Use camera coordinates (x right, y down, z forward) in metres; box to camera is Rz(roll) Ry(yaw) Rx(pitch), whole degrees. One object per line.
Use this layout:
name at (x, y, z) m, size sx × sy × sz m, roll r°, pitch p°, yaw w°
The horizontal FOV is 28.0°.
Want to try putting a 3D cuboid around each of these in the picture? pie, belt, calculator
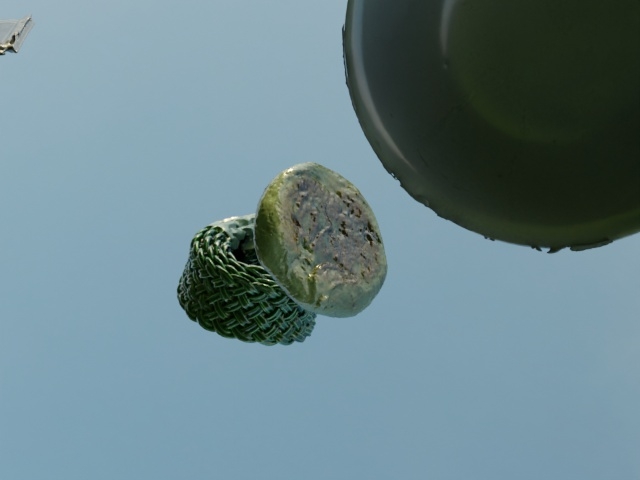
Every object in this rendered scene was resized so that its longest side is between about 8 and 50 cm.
pie at (0.000, 0.000, 0.630) m, size 0.017 × 0.085 × 0.085 m, roll -23°, pitch -114°, yaw 40°
belt at (-0.051, 0.022, 1.064) m, size 0.121 × 0.151 × 0.079 m, roll 18°, pitch -71°, yaw 1°
calculator at (-0.429, -0.240, 1.513) m, size 0.166 × 0.274 × 0.028 m, roll -2°, pitch -73°, yaw -7°

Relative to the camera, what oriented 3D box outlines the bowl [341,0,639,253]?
bowl at (0.197, -0.178, 1.082) m, size 0.345 × 0.157 × 0.345 m, roll 3°, pitch -70°, yaw 8°
